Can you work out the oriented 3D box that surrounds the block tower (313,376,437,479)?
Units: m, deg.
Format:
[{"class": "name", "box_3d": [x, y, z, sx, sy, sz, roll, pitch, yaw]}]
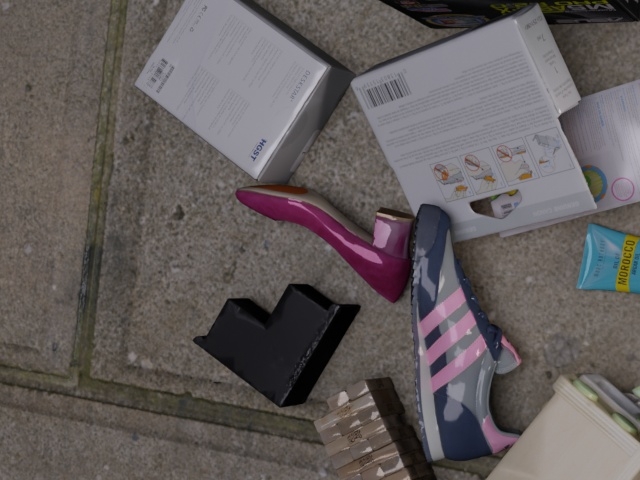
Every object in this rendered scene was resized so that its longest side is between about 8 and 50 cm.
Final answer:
[{"class": "block tower", "box_3d": [0.107, 0.341, 1.663, 0.091, 0.097, 0.335, -30, 76, 21]}]

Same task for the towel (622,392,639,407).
[{"class": "towel", "box_3d": [0.364, 0.334, 1.571, 0.187, 0.049, 0.282, -30, 78, 21]}]

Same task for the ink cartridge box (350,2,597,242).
[{"class": "ink cartridge box", "box_3d": [0.191, -0.129, 1.597, 0.275, 0.060, 0.238, -15, 106, 47]}]

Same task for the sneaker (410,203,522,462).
[{"class": "sneaker", "box_3d": [0.178, 0.110, 1.636, 0.131, 0.112, 0.318, -4, 94, 8]}]

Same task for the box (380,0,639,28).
[{"class": "box", "box_3d": [0.219, -0.298, 1.556, 0.270, 0.216, 0.060, 2, 89, 23]}]

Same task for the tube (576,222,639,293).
[{"class": "tube", "box_3d": [0.406, 0.035, 1.562, 0.207, 0.052, 0.080, 11, 84, 30]}]

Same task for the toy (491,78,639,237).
[{"class": "toy", "box_3d": [0.311, -0.098, 1.599, 0.237, 0.056, 0.136, -16, 86, 28]}]

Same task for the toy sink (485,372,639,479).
[{"class": "toy sink", "box_3d": [0.304, 0.230, 1.494, 0.131, 0.153, 0.234, 42, 104, 22]}]

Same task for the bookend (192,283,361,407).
[{"class": "bookend", "box_3d": [-0.059, 0.110, 1.750, 0.157, 0.072, 0.156, 34, 101, 22]}]

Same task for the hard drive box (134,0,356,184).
[{"class": "hard drive box", "box_3d": [-0.102, -0.212, 1.766, 0.232, 0.089, 0.181, 39, 104, 20]}]

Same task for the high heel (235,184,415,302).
[{"class": "high heel", "box_3d": [0.000, 0.000, 1.716, 0.244, 0.082, 0.117, 12, 104, 9]}]
